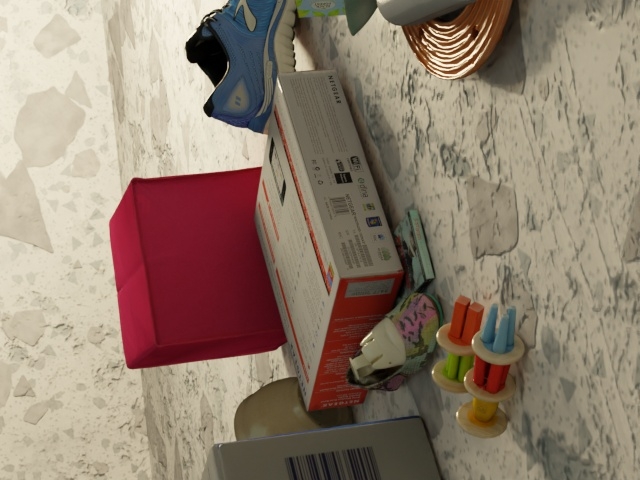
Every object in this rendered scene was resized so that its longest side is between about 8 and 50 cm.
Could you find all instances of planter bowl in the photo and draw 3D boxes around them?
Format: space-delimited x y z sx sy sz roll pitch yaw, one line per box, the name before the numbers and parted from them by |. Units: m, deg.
planter bowl | -0.024 0.252 1.897 0.109 0.162 0.162 -46 47 35

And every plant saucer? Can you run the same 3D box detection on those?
plant saucer | 0.050 -0.327 1.536 0.195 0.037 0.195 -2 -90 -81

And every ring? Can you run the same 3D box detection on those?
ring | 0.130 -0.328 1.362 0.336 0.032 0.336 174 90 -74

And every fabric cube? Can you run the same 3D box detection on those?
fabric cube | -0.171 0.042 2.094 0.258 0.254 0.259 139 123 -70

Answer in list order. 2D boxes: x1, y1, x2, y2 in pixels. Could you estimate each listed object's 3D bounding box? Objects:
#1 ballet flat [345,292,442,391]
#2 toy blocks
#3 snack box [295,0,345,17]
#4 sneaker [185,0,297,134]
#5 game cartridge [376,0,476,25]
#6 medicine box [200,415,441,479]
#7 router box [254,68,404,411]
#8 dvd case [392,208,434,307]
ballet flat | 0.078 0.131 1.613 0.221 0.079 0.077 119 132 -62
toy blocks | 0.159 0.105 1.382 0.123 0.054 0.148 -118 27 -49
snack box | -0.005 -0.381 1.541 0.207 0.070 0.174 76 -165 -62
sneaker | -0.110 -0.304 1.912 0.130 0.147 0.330 115 158 -59
game cartridge | 0.091 -0.365 1.336 0.198 0.062 0.297 178 86 -69
medicine box | -0.013 0.353 1.674 0.289 0.263 0.149 111 149 -55
router box | 0.000 0.000 1.786 0.301 0.082 0.335 103 156 -52
dvd case | 0.102 0.026 1.611 0.119 0.013 0.087 124 137 -64
